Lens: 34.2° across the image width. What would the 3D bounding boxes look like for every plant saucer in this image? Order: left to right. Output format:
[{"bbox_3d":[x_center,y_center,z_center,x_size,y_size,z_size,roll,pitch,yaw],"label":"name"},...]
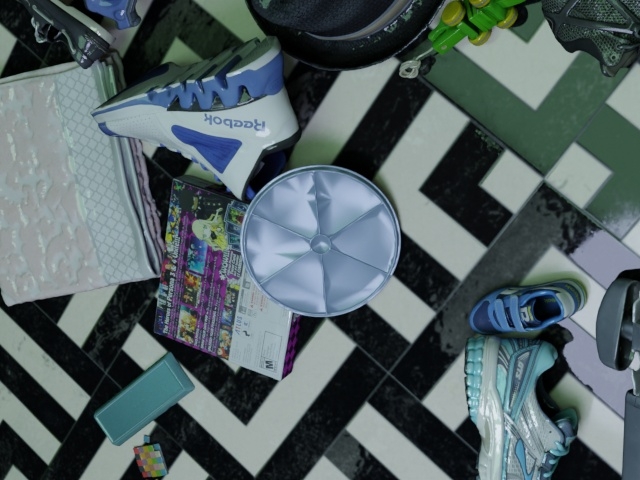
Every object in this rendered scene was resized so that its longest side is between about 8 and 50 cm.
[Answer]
[{"bbox_3d":[-0.268,0.240,1.547,0.192,0.018,0.067,-39,83,31],"label":"plant saucer"}]

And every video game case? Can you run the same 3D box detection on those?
[{"bbox_3d":[-0.118,0.049,1.404,0.210,0.042,0.232,17,110,22],"label":"video game case"}]

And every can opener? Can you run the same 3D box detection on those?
[{"bbox_3d":[0.364,0.182,1.185,0.095,0.076,0.283,21,116,57],"label":"can opener"}]

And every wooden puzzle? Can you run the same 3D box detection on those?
[{"bbox_3d":[-0.256,0.334,1.571,0.049,0.006,0.083,-14,96,30],"label":"wooden puzzle"}]

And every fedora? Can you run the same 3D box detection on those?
[{"bbox_3d":[0.004,-0.354,1.175,0.334,0.152,0.334,7,106,26],"label":"fedora"}]

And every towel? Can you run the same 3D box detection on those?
[{"bbox_3d":[-0.385,-0.081,1.507,0.317,0.053,0.332,-9,98,29],"label":"towel"}]

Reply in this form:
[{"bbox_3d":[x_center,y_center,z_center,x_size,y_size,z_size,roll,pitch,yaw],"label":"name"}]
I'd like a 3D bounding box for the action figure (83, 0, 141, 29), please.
[{"bbox_3d":[-0.299,-0.459,1.300,0.330,0.178,0.341,17,135,18],"label":"action figure"}]

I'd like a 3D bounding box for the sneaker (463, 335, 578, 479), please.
[{"bbox_3d":[0.245,0.250,1.226,0.122,0.110,0.283,-8,97,15],"label":"sneaker"}]

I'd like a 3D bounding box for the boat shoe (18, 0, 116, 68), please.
[{"bbox_3d":[-0.368,-0.298,1.412,0.206,0.075,0.065,33,90,25],"label":"boat shoe"}]

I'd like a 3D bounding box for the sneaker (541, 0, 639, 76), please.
[{"bbox_3d":[0.340,-0.247,1.067,0.227,0.087,0.130,-12,99,33],"label":"sneaker"}]

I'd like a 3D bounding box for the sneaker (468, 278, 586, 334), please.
[{"bbox_3d":[0.235,0.081,1.219,0.144,0.059,0.053,-20,95,31],"label":"sneaker"}]

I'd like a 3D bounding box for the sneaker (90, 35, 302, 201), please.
[{"bbox_3d":[-0.143,-0.132,1.313,0.315,0.127,0.182,-4,121,42],"label":"sneaker"}]

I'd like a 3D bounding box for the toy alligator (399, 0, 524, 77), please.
[{"bbox_3d":[0.160,-0.251,1.183,0.189,0.056,0.051,-30,44,38],"label":"toy alligator"}]

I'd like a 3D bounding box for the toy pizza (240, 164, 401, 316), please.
[{"bbox_3d":[0.000,0.000,1.305,0.201,0.032,0.201,0,109,0],"label":"toy pizza"}]
